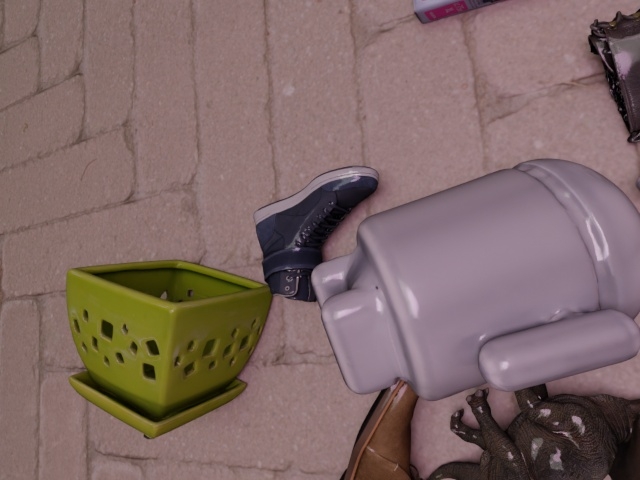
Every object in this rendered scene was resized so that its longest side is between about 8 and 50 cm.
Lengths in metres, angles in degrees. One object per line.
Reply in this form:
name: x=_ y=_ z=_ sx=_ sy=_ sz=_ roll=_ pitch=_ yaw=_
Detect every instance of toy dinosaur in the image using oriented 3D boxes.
toy dinosaur: x=0.235 y=0.236 z=0.506 sx=0.313 sy=0.121 sz=0.160 roll=-39 pitch=55 yaw=15

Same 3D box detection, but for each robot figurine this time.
robot figurine: x=0.173 y=0.037 z=0.482 sx=0.353 sy=0.300 sz=0.200 roll=-19 pitch=119 yaw=0

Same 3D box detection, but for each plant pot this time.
plant pot: x=-0.236 y=0.156 z=0.710 sx=0.227 sy=0.228 sz=0.207 roll=13 pitch=97 yaw=28

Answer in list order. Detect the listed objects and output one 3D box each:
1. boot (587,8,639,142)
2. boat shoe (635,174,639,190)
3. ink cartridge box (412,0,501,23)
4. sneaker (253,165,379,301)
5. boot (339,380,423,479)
boot: x=0.405 y=-0.256 z=0.469 sx=0.228 sy=0.091 sz=0.263 roll=-12 pitch=95 yaw=28
boat shoe: x=0.469 y=-0.029 z=0.418 sx=0.301 sy=0.108 sz=0.102 roll=28 pitch=98 yaw=25
ink cartridge box: x=0.266 y=-0.416 z=0.575 sx=0.311 sy=0.065 sz=0.186 roll=-4 pitch=95 yaw=26
sneaker: x=0.001 y=0.001 z=0.664 sx=0.226 sy=0.086 sz=0.164 roll=-25 pitch=62 yaw=33
boot: x=0.093 y=0.289 z=0.590 sx=0.115 sy=0.112 sz=0.305 roll=23 pitch=105 yaw=21
